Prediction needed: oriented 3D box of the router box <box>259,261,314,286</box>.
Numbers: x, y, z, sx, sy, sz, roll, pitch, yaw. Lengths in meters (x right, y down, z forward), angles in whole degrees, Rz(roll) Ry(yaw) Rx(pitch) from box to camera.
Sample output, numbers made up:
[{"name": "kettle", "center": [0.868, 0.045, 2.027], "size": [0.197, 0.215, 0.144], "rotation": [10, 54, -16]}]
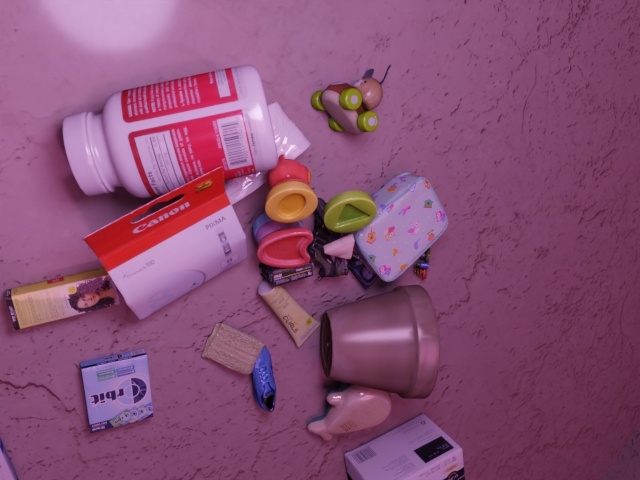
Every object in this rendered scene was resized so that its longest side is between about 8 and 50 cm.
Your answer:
[{"name": "router box", "center": [-0.091, 0.077, 1.595], "size": [0.122, 0.092, 0.038], "rotation": [-15, 114, -22]}]

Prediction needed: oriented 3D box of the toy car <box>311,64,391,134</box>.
[{"name": "toy car", "center": [0.101, -0.378, 1.515], "size": [0.149, 0.155, 0.188], "rotation": [45, 74, -32]}]

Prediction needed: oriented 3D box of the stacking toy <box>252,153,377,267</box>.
[{"name": "stacking toy", "center": [-0.026, -0.071, 1.479], "size": [0.279, 0.131, 0.309], "rotation": [-1, 144, -19]}]

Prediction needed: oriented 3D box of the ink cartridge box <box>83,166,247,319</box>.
[{"name": "ink cartridge box", "center": [-0.316, 0.019, 1.321], "size": [0.308, 0.385, 0.091], "rotation": [-30, 75, -15]}]

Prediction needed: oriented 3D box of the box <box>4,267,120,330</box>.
[{"name": "box", "center": [-0.588, 0.130, 1.372], "size": [0.232, 0.058, 0.088], "rotation": [-14, 113, -22]}]

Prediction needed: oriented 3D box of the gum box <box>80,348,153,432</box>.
[{"name": "gum box", "center": [-0.511, 0.378, 1.507], "size": [0.156, 0.041, 0.185], "rotation": [-10, 110, -25]}]

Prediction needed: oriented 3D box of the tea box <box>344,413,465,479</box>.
[{"name": "tea box", "center": [0.286, 0.815, 1.971], "size": [0.328, 0.220, 0.324], "rotation": [-19, 114, -21]}]

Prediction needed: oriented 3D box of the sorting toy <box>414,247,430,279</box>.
[{"name": "sorting toy", "center": [0.310, 0.070, 1.834], "size": [0.042, 0.061, 0.102], "rotation": [8, 97, 6]}]

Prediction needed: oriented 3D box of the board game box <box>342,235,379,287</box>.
[{"name": "board game box", "center": [0.173, -0.001, 1.736], "size": [0.243, 0.042, 0.165], "rotation": [-44, 121, -8]}]

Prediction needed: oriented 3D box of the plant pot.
[{"name": "plant pot", "center": [0.152, 0.287, 1.697], "size": [0.280, 0.323, 0.324], "rotation": [1, 107, -11]}]

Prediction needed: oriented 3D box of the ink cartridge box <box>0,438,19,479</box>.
[{"name": "ink cartridge box", "center": [-0.820, 0.574, 1.400], "size": [0.185, 0.065, 0.311], "rotation": [-18, 117, -22]}]

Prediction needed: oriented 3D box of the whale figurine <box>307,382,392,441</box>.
[{"name": "whale figurine", "center": [0.085, 0.506, 1.832], "size": [0.272, 0.141, 0.216], "rotation": [-37, 123, 17]}]

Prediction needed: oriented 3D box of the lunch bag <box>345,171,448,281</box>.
[{"name": "lunch bag", "center": [0.210, -0.032, 1.657], "size": [0.279, 0.108, 0.224], "rotation": [-41, 123, -9]}]

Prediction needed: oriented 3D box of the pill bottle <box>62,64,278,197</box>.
[{"name": "pill bottle", "center": [-0.309, -0.220, 1.268], "size": [0.407, 0.229, 0.229], "rotation": [-13, 114, -5]}]

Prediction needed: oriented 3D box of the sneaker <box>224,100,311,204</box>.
[{"name": "sneaker", "center": [-0.186, -0.211, 1.455], "size": [0.292, 0.108, 0.169], "rotation": [-40, 107, -6]}]

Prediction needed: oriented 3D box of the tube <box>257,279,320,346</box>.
[{"name": "tube", "center": [-0.086, 0.198, 1.662], "size": [0.070, 0.062, 0.240], "rotation": [-19, 130, 20]}]

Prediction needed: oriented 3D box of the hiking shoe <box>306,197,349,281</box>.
[{"name": "hiking shoe", "center": [0.000, 0.000, 1.617], "size": [0.114, 0.086, 0.227], "rotation": [-17, 97, 6]}]

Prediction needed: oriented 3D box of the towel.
[{"name": "towel", "center": [-0.235, 0.291, 1.613], "size": [0.148, 0.027, 0.110], "rotation": [26, 95, -13]}]

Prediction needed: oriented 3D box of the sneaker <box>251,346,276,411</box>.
[{"name": "sneaker", "center": [-0.157, 0.383, 1.673], "size": [0.069, 0.082, 0.210], "rotation": [-14, 112, -21]}]
